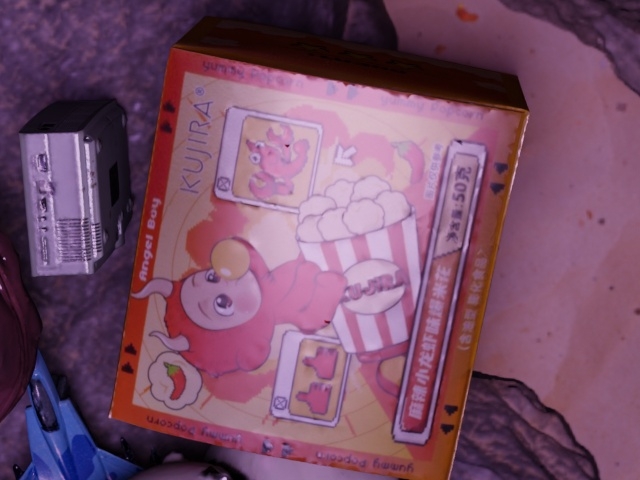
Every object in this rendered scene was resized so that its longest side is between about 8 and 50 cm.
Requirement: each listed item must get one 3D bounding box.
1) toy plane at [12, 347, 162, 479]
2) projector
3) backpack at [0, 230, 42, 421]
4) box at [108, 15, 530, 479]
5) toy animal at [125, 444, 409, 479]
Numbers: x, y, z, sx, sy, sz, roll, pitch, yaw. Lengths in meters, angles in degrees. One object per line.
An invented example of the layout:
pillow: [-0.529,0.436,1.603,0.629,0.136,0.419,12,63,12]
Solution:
toy plane: [-0.205,0.171,1.471,0.169,0.078,0.246,-13,108,7]
projector: [-0.183,-0.042,1.386,0.061,0.147,0.115,0,104,4]
backpack: [-0.362,0.073,1.396,0.317,0.197,0.283,-36,96,24]
box: [0.000,0.000,1.352,0.259,0.214,0.283,11,104,3]
toy animal: [-0.046,0.223,1.406,0.235,0.187,0.165,-27,102,-24]
